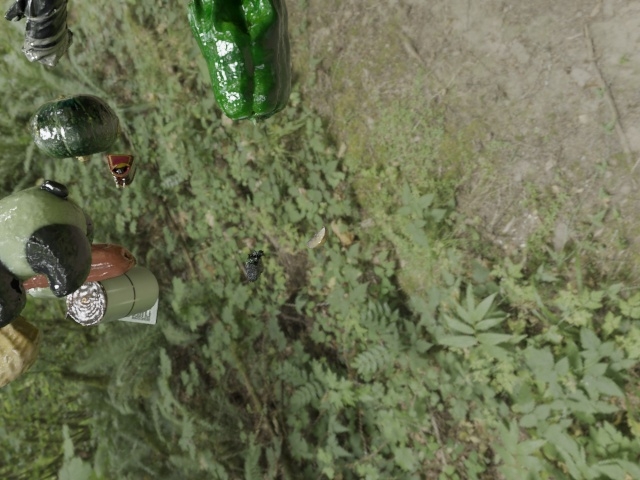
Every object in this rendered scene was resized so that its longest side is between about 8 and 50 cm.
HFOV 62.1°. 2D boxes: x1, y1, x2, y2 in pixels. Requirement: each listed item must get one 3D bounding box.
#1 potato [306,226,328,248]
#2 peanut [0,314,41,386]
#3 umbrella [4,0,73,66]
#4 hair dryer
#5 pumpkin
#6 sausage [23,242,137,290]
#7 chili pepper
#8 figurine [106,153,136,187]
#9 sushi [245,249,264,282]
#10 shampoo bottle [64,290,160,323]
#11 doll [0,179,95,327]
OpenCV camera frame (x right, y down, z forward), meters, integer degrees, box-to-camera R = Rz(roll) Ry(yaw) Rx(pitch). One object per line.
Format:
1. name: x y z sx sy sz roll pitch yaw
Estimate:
1. potato: 0.000 0.000 1.523 0.093 0.036 0.037 -40 50 41
2. peanut: -0.782 0.230 1.270 0.233 0.197 0.110 52 -177 3
3. umbrella: -0.541 -0.496 1.045 0.106 0.113 0.358 33 145 -11
4. hair dryer: -0.629 0.129 1.380 0.362 0.203 0.128 3 95 20
5. pumpkin: -0.545 -0.253 1.190 0.190 0.190 0.146 34 148 47
6. sausage: -0.587 0.062 1.042 0.088 0.433 0.087 171 90 -79
7. chili pepper: -0.157 -0.440 1.128 0.167 0.213 0.384 6 106 59
8. figurine: -0.645 -0.219 1.720 0.154 0.083 0.098 146 126 -72
9. sushi: -0.214 0.079 1.713 0.083 0.056 0.084 -72 -7 -61
10. shampoo bottle: -0.674 0.210 1.732 0.071 0.284 0.153 -119 40 -48
11. doll: -0.415 0.018 0.710 0.135 0.234 0.143 64 174 -34
